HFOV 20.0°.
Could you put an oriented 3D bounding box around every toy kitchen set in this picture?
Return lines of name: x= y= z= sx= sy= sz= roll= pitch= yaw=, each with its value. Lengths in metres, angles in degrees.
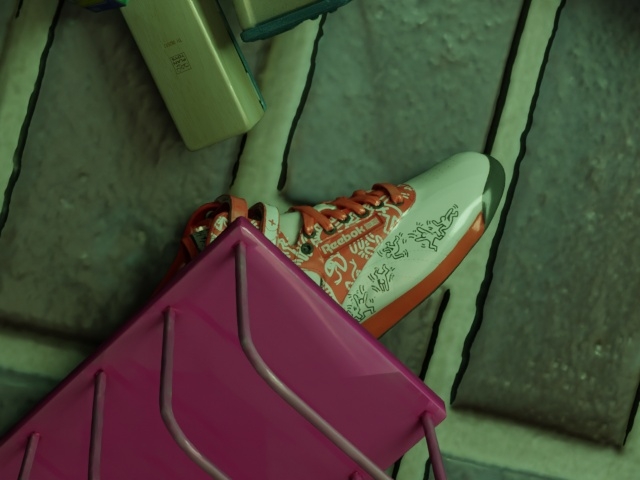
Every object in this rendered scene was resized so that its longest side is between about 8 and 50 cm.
toy kitchen set: x=-0.004 y=-0.172 z=1.278 sx=0.207 sy=0.166 sz=0.122 roll=-18 pitch=104 yaw=23

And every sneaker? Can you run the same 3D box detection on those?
sneaker: x=0.000 y=0.001 z=1.285 sx=0.270 sy=0.090 sz=0.145 roll=-45 pitch=110 yaw=-5

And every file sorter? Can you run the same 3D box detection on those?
file sorter: x=-0.083 y=0.177 z=1.186 sx=0.290 sy=0.182 sz=0.202 roll=-42 pitch=109 yaw=14

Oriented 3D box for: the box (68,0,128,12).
box: x=-0.211 y=-0.202 z=1.185 sx=0.179 sy=0.105 sz=0.043 roll=23 pitch=87 yaw=-18
